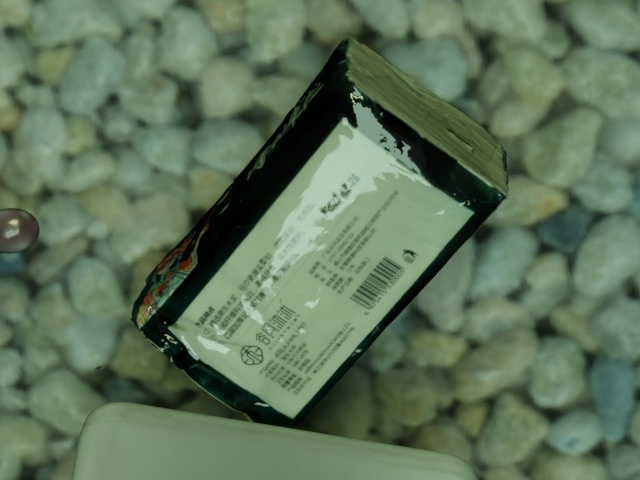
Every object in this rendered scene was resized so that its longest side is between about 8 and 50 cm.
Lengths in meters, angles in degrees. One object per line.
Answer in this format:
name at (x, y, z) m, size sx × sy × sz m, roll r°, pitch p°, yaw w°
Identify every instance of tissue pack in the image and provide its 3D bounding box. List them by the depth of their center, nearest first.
tissue pack at (-0.001, 0.000, 0.928) m, size 0.103 × 0.090 × 0.170 m, roll 36°, pitch 109°, yaw -16°

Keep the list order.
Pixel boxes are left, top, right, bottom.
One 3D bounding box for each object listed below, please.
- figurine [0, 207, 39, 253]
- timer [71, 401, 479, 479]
figurine at (-0.245, 0.053, 0.950) m, size 0.260 × 0.103 × 0.205 m, roll -36°, pitch 109°, yaw 27°
timer at (-0.038, 0.213, 0.939) m, size 0.192 × 0.195 × 0.194 m, roll 9°, pitch 149°, yaw -4°
